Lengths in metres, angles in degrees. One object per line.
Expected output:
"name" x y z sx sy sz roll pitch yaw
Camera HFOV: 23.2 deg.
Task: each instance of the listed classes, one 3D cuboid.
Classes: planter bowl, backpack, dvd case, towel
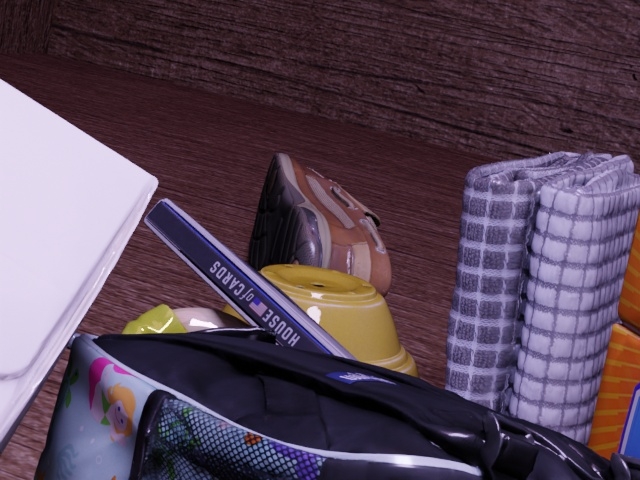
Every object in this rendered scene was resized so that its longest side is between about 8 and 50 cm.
"planter bowl" -0.009 0.074 1.301 0.217 0.090 0.217 10 11 -2
"backpack" -0.009 0.134 0.695 0.253 0.191 0.225 22 3 44
"dvd case" -0.007 0.074 1.099 0.239 0.029 0.179 41 -1 38
"towel" 0.179 0.052 1.218 0.121 0.235 0.284 8 9 22

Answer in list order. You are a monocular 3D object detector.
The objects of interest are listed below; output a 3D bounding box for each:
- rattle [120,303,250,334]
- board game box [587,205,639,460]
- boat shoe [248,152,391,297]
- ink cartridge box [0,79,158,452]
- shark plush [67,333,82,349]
"rattle" -0.062 0.141 1.074 0.200 0.142 0.130 24 43 -4
"board game box" 0.382 0.106 0.799 0.357 0.356 0.356 7 11 -16
"boat shoe" 0.000 0.000 1.653 0.120 0.122 0.324 13 18 -13
"ink cartridge box" -0.208 0.045 0.667 0.171 0.232 0.168 32 46 -6
"shark plush" -0.110 0.091 1.181 0.161 0.067 0.073 14 12 21
